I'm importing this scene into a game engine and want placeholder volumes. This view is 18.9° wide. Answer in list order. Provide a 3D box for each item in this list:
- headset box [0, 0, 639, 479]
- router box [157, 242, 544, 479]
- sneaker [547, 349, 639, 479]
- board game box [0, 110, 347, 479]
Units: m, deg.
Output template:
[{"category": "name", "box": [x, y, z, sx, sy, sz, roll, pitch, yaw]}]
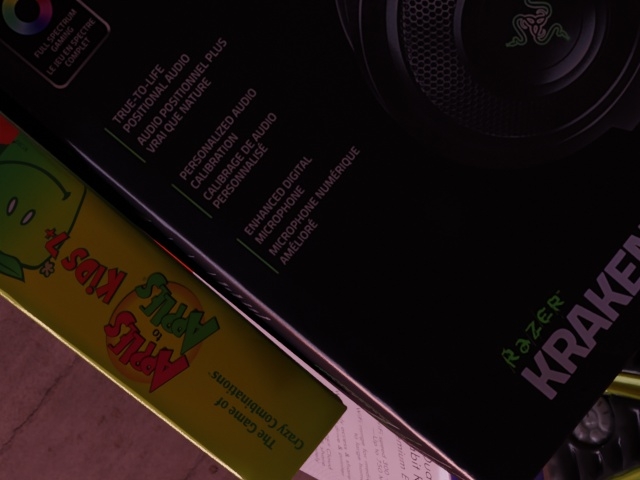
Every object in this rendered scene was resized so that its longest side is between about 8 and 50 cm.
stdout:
[{"category": "headset box", "box": [0.018, -0.099, 0.651, 0.283, 0.246, 0.131, 41, 174, -11]}, {"category": "router box", "box": [0.000, 0.000, 1.268, 0.301, 0.082, 0.335, 21, 129, 48]}, {"category": "sneaker", "box": [0.209, 0.130, 0.828, 0.147, 0.145, 0.385, -15, -96, -59]}, {"category": "board game box", "box": [-0.080, 0.008, 0.633, 0.181, 0.043, 0.092, 42, 174, -32]}]
